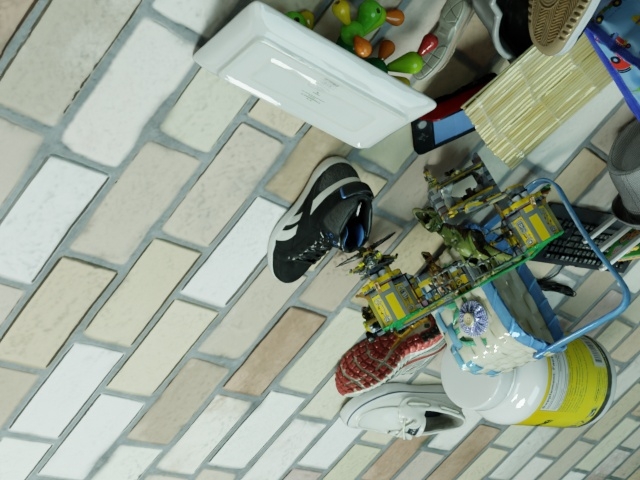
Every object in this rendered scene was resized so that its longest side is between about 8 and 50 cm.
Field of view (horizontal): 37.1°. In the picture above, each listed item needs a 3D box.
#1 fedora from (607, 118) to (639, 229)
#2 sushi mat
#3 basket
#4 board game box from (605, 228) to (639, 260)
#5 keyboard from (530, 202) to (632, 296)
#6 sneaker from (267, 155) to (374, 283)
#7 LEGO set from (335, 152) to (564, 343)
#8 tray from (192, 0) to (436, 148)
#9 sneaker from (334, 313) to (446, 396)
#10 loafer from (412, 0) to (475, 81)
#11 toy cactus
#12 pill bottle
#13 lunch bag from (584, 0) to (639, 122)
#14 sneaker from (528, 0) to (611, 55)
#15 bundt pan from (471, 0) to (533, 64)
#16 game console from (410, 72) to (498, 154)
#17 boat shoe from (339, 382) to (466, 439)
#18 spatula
[{"bbox_3d":[0.569,-0.144,1.547,0.275,0.243,0.124,-44,107,-13],"label":"fedora"},{"bbox_3d":[0.331,-0.233,1.230,0.316,0.019,0.151,-41,138,7],"label":"sushi mat"},{"bbox_3d":[0.319,0.076,1.526,0.289,0.255,0.201,-39,147,20],"label":"basket"},{"bbox_3d":[0.592,-0.055,1.621,0.259,0.124,0.039,-45,100,-20],"label":"board game box"},{"bbox_3d":[0.465,0.032,1.749,0.317,0.033,0.202,8,124,-37],"label":"keyboard"},{"bbox_3d":[0.000,0.000,1.343,0.079,0.121,0.217,6,125,-35],"label":"sneaker"},{"bbox_3d":[0.166,-0.015,1.366,0.331,0.192,0.255,-30,170,8],"label":"LEGO set"},{"bbox_3d":[-0.006,-0.180,1.137,0.270,0.030,0.145,24,148,-29],"label":"tray"},{"bbox_3d":[0.130,0.210,1.653,0.225,0.088,0.093,-28,140,-7],"label":"sneaker"},{"bbox_3d":[0.168,-0.264,1.265,0.039,0.045,0.125,4,124,-44],"label":"loafer"},{"bbox_3d":[0.033,-0.216,1.191,0.219,0.112,0.180,-2,140,-43],"label":"toy cactus"},{"bbox_3d":[0.388,0.253,1.787,0.334,0.188,0.188,12,121,-39],"label":"pill bottle"},{"bbox_3d":[0.499,-0.237,1.215,0.221,0.138,0.293,-41,138,9],"label":"lunch bag"},{"bbox_3d":[0.350,-0.338,1.085,0.153,0.099,0.282,-3,127,-29],"label":"sneaker"},{"bbox_3d":[0.323,-0.368,1.206,0.330,0.124,0.331,-19,137,-18],"label":"bundt pan"},{"bbox_3d":[0.207,-0.173,1.343,0.144,0.085,0.124,-25,138,-11],"label":"game console"},{"bbox_3d":[0.161,0.331,1.787,0.267,0.088,0.096,7,125,-38],"label":"boat shoe"},{"bbox_3d":[0.556,-0.049,1.615,0.242,0.168,0.019,-42,106,15],"label":"spatula"}]
